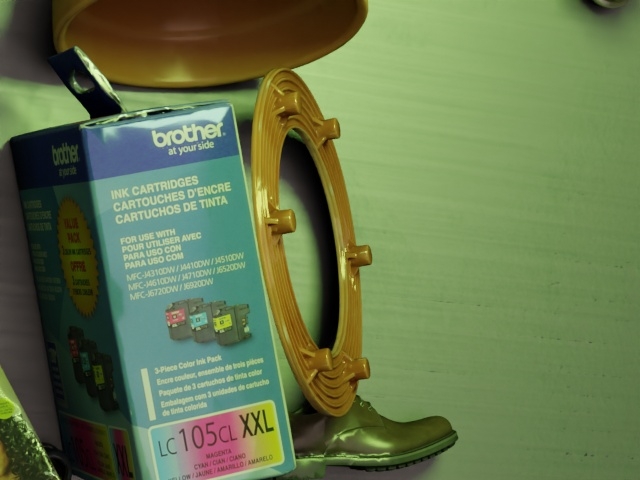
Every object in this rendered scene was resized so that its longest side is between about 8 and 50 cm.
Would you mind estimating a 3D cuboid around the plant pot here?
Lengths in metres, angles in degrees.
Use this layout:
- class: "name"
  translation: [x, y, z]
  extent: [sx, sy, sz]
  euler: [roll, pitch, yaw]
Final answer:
- class: "plant pot"
  translation: [-0.113, -0.286, 1.828]
  extent: [0.291, 0.291, 0.203]
  euler: [-1, 72, -25]

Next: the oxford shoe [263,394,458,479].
- class: "oxford shoe"
  translation: [0.037, 0.187, 1.978]
  extent: [0.227, 0.083, 0.096]
  euler: [-1, 85, -26]

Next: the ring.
- class: "ring"
  translation: [0.000, 0.000, 1.857]
  extent: [0.032, 0.336, 0.336]
  euler: [-9, 93, 13]

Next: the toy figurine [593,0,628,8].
- class: "toy figurine"
  translation: [0.316, -0.377, 2.094]
  extent: [0.209, 0.148, 0.213]
  euler: [36, 77, -14]

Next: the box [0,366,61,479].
- class: "box"
  translation: [-0.319, 0.153, 1.777]
  extent: [0.087, 0.058, 0.232]
  euler: [-27, 78, -20]

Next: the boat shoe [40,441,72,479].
- class: "boat shoe"
  translation: [-0.318, 0.294, 1.808]
  extent: [0.095, 0.079, 0.254]
  euler: [48, 70, -16]

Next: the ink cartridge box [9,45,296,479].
- class: "ink cartridge box"
  translation: [-0.164, 0.020, 1.781]
  extent: [0.151, 0.270, 0.395]
  euler: [-9, 93, -22]
